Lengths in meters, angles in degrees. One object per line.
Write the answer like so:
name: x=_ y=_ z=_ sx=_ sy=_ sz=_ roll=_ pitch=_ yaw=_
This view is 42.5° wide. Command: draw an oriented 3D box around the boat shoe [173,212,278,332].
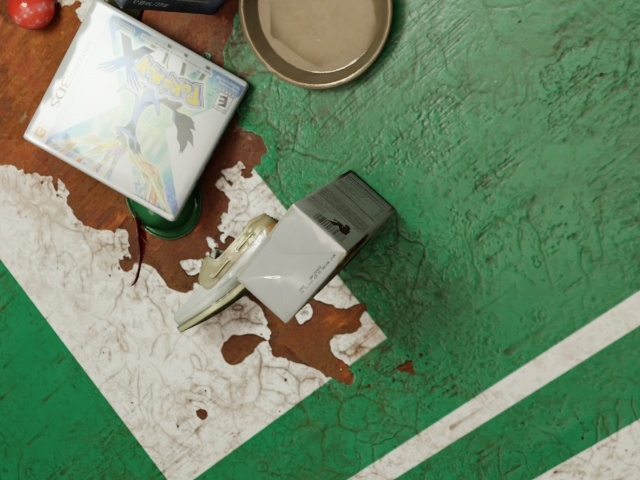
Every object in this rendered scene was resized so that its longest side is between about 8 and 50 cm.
boat shoe: x=-0.181 y=0.064 z=1.606 sx=0.302 sy=0.113 sz=0.103 roll=-37 pitch=86 yaw=15

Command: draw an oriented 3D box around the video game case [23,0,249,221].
video game case: x=-0.347 y=-0.244 z=1.549 sx=0.329 sy=0.036 sz=0.300 roll=29 pitch=95 yaw=-1

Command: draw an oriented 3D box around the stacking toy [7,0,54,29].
stacking toy: x=-0.634 y=-0.573 z=1.624 sx=0.141 sy=0.141 sz=0.330 roll=-23 pitch=97 yaw=26

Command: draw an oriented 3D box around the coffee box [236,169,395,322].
coffee box: x=0.000 y=0.000 z=1.404 sx=0.119 sy=0.297 sz=0.168 roll=42 pitch=114 yaw=5

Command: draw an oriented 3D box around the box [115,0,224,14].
box: x=-0.210 y=-0.540 z=1.358 sx=0.294 sy=0.296 sz=0.183 roll=-41 pitch=85 yaw=26

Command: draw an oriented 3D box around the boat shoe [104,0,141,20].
boat shoe: x=-0.389 y=-0.520 z=1.566 sx=0.073 sy=0.080 sz=0.224 roll=31 pitch=130 yaw=44

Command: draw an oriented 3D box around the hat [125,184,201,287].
hat: x=-0.344 y=-0.062 z=1.595 sx=0.208 sy=0.183 sz=0.173 roll=44 pitch=115 yaw=7

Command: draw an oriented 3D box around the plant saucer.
plant saucer: x=-0.008 y=-0.404 z=1.432 sx=0.277 sy=0.041 sz=0.278 roll=6 pitch=111 yaw=15
